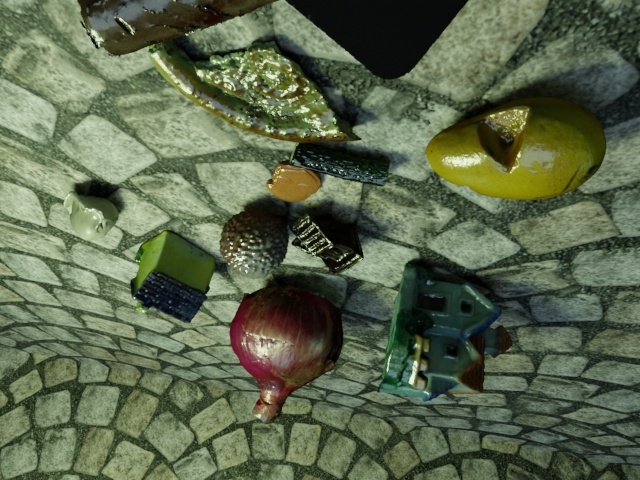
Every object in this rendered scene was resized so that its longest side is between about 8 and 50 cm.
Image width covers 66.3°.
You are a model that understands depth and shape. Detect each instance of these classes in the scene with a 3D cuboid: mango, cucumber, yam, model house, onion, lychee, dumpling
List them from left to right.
[{"bbox_3d":[-0.568,-0.066,1.206,0.127,0.108,0.188,49,153,-9],"label":"dumpling"},{"bbox_3d":[-0.413,0.121,1.339,0.170,0.211,0.194,-19,138,36],"label":"model house"},{"bbox_3d":[-0.147,-0.322,0.586,0.280,0.131,0.131,-16,142,7],"label":"yam"},{"bbox_3d":[-0.158,0.011,1.128,0.197,0.165,0.165,-29,132,26],"label":"lychee"},{"bbox_3d":[-0.111,0.320,1.395,0.348,0.385,0.348,13,164,4],"label":"onion"},{"bbox_3d":[-0.004,0.003,1.116,0.152,0.106,0.165,26,141,-25],"label":"model house"},{"bbox_3d":[0.034,-0.143,0.925,0.187,0.058,0.058,13,148,-1],"label":"cucumber"},{"bbox_3d":[0.333,0.256,1.224,0.329,0.295,0.252,12,152,4],"label":"model house"},{"bbox_3d":[0.301,-0.141,0.777,0.262,0.130,0.167,-6,142,34],"label":"mango"}]

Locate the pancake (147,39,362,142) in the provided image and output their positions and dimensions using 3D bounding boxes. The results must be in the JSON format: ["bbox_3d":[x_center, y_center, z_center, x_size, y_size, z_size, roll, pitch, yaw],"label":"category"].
[{"bbox_3d":[-0.102,-0.243,0.816,0.376,0.054,0.197,15,147,-8],"label":"pancake"}]

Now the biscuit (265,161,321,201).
[{"bbox_3d":[-0.056,-0.120,1.023,0.102,0.019,0.130,25,145,-22],"label":"biscuit"}]

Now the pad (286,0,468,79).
[{"bbox_3d":[0.041,-0.387,0.486,0.375,0.063,0.315,30,112,-32],"label":"pad"}]
